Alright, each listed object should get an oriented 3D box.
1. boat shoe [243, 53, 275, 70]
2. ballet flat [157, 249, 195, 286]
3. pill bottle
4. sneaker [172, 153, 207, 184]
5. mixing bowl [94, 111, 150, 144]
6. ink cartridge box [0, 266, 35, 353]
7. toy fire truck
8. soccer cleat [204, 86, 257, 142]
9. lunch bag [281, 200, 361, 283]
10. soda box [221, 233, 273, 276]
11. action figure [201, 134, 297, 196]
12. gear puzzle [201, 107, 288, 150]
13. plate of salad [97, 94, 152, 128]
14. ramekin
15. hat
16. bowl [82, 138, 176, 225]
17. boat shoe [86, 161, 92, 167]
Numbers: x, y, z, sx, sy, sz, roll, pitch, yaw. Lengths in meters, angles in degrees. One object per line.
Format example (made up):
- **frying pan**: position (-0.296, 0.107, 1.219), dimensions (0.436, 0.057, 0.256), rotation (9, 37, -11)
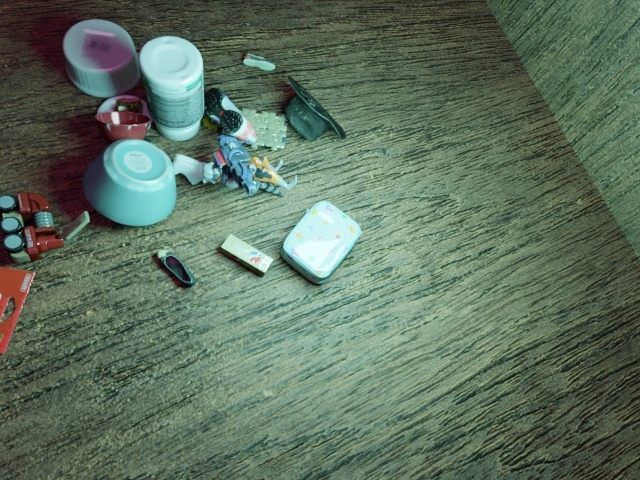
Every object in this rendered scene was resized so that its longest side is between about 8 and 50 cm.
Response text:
- **boat shoe**: position (-0.260, -0.766, 1.970), dimensions (0.137, 0.049, 0.043), rotation (11, 65, -4)
- **ballet flat**: position (-0.493, 0.091, 1.585), dimensions (0.173, 0.049, 0.057), rotation (41, 65, 5)
- **pill bottle**: position (-0.521, -0.523, 1.644), dimensions (0.204, 0.361, 0.204), rotation (4, 68, -11)
- **sneaker**: position (-0.448, -0.247, 1.722), dimensions (0.212, 0.080, 0.094), rotation (17, 92, -15)
- **mixing bowl**: position (-0.704, -0.392, 1.651), dimensions (0.181, 0.098, 0.181), rotation (7, 28, -4)
- **ink cartridge box**: position (-1.058, 0.195, 1.412), dimensions (0.239, 0.060, 0.275), rotation (10, 68, -8)
- **toy fire truck**: position (-0.900, -0.061, 1.509), dimensions (0.246, 0.158, 0.217), rotation (-11, 72, -29)
- **soccer cleat**: position (-0.355, -0.478, 1.771), dimensions (0.108, 0.116, 0.318), rotation (-47, 56, 6)
- **lunch bag**: position (0.000, 0.000, 1.701), dimensions (0.224, 0.108, 0.279), rotation (36, 64, 8)
- **soda box**: position (-0.264, 0.053, 1.648), dimensions (0.181, 0.058, 0.061), rotation (31, 66, -1)
- **action figure**: position (-0.259, -0.220, 1.647), dimensions (0.330, 0.178, 0.341), rotation (2, 41, -26)
- **gear puzzle**: position (-0.303, -0.446, 1.844), dimensions (0.339, 0.044, 0.175), rotation (7, 70, -7)
- **plate of salad**: position (-0.742, -0.475, 1.747), dimensions (0.200, 0.048, 0.199), rotation (5, 69, -12)
- **ramekin**: position (-0.835, -0.701, 1.758), dimensions (0.277, 0.135, 0.277), rotation (5, 71, -13)
- **hat**: position (-0.051, -0.492, 1.841), dimensions (0.134, 0.331, 0.331), rotation (-42, 82, 14)
- **bowl**: position (-0.623, -0.221, 1.560), dimensions (0.312, 0.163, 0.311), rotation (19, 51, -25)
- **boat shoe**: position (-0.735, -0.204, 1.628), dimensions (0.070, 0.078, 0.219), rotation (-37, 79, -21)
